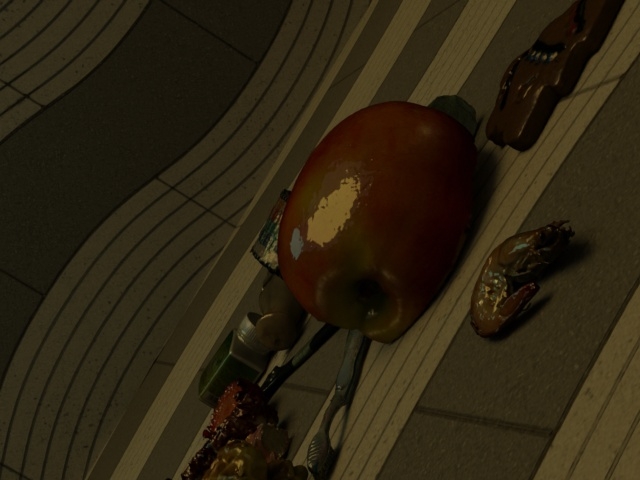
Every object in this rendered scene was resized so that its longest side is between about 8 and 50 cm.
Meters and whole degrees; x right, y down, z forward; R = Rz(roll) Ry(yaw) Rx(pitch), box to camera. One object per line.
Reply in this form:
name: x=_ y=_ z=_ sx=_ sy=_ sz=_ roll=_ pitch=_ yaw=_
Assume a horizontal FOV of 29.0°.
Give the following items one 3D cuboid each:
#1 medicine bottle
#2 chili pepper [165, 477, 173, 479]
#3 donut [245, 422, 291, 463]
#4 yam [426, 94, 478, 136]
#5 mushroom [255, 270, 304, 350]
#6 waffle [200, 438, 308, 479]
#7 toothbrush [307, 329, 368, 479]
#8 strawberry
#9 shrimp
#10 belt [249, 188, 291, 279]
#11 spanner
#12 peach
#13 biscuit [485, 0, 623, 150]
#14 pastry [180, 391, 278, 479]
medicine bottle: x=-0.163 y=0.244 z=2.503 sx=0.188 sy=0.088 sz=0.132 roll=-55 pitch=11 yaw=14
chili pepper: x=-0.272 y=0.556 z=2.111 sx=0.264 sy=0.116 sz=0.148 roll=-59 pitch=23 yaw=-7
donut: x=-0.112 y=0.376 z=1.985 sx=0.117 sy=0.065 sz=0.166 roll=-47 pitch=14 yaw=40
yam: x=0.159 y=-0.148 z=2.147 sx=0.259 sy=0.106 sz=0.106 roll=-42 pitch=19 yaw=48
mushroom: x=-0.078 y=0.125 z=2.460 sx=0.108 sy=0.096 sz=0.247 roll=-26 pitch=21 yaw=9
waffle: x=-0.138 y=0.432 z=1.747 sx=0.324 sy=0.151 sz=0.261 roll=-51 pitch=16 yaw=25
toothbrush: x=0.040 y=0.202 z=1.882 sx=0.035 sy=0.042 sz=0.413 roll=-9 pitch=35 yaw=24
strawberry: x=-0.146 y=0.318 z=2.232 sx=0.145 sy=0.086 sz=0.145 roll=-56 pitch=10 yaw=15
shrimp: x=0.230 y=0.043 z=1.454 sx=0.133 sy=0.053 sz=0.236 roll=-61 pitch=8 yaw=-26
belt: x=0.000 y=0.000 z=2.189 sx=0.160 sy=0.207 sz=0.295 roll=-61 pitch=-5 yaw=6
spanner: x=-0.039 y=0.208 z=2.248 sx=0.316 sy=0.024 sz=0.087 roll=-48 pitch=9 yaw=42
peach: x=0.087 y=-0.065 z=1.893 sx=0.306 sy=0.242 sz=0.380 roll=-56 pitch=10 yaw=34
biscuit: x=0.344 y=-0.270 z=1.848 sx=0.301 sy=0.043 sz=0.278 roll=-53 pitch=12 yaw=23
pastry: x=-0.148 y=0.357 z=2.098 sx=0.208 sy=0.097 sz=0.115 roll=-52 pitch=0 yaw=8
